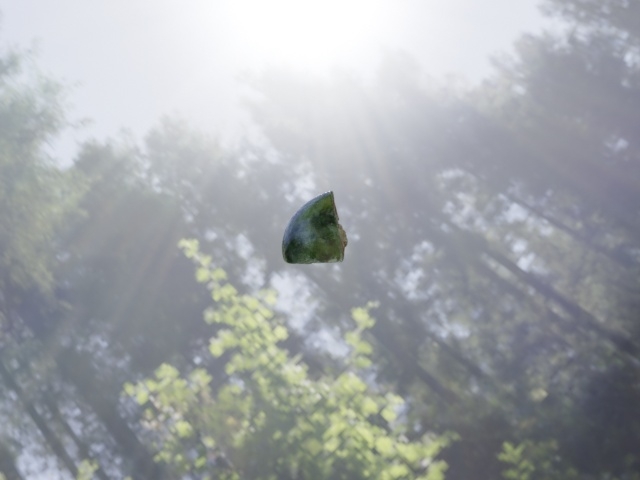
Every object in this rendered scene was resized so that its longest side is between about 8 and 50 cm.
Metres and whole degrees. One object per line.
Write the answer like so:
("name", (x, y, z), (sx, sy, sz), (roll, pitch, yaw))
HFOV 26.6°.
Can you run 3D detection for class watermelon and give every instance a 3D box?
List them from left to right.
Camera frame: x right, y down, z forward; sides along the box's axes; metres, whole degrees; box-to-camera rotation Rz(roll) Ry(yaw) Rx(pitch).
("watermelon", (0.000, 0.000, 1.350), (0.061, 0.085, 0.085), (19, -76, -37))
